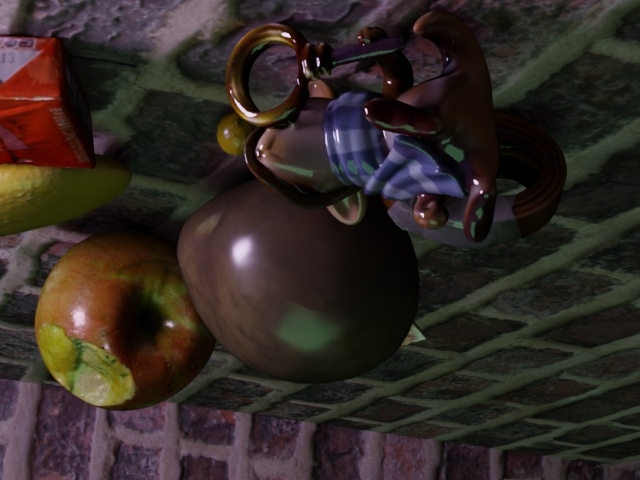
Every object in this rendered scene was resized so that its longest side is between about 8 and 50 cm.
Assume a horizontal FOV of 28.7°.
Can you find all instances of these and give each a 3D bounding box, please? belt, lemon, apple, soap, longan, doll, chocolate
[{"bbox_3d":[0.212,-0.086,1.766,0.261,0.184,0.105,2,161,3],"label":"belt"},{"bbox_3d":[-0.120,-0.154,1.815,0.062,0.062,0.083,4,160,-1],"label":"lemon"},{"bbox_3d":[-0.362,0.145,2.305,0.339,0.339,0.339,3,160,1],"label":"apple"},{"bbox_3d":[-0.507,-0.067,1.983,0.427,0.115,0.306,-12,170,26],"label":"soap"},{"bbox_3d":[-0.031,0.051,1.970,0.404,0.336,0.404,22,170,4],"label":"longan"},{"bbox_3d":[0.059,-0.135,1.556,0.339,0.318,0.209,-7,-171,42],"label":"doll"},{"bbox_3d":[-0.436,-0.188,1.712,0.234,0.108,0.237,3,159,3],"label":"chocolate"}]

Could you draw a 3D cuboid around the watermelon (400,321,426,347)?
[{"bbox_3d":[0.065,0.170,2.555,0.260,0.176,0.256,-21,166,3],"label":"watermelon"}]
